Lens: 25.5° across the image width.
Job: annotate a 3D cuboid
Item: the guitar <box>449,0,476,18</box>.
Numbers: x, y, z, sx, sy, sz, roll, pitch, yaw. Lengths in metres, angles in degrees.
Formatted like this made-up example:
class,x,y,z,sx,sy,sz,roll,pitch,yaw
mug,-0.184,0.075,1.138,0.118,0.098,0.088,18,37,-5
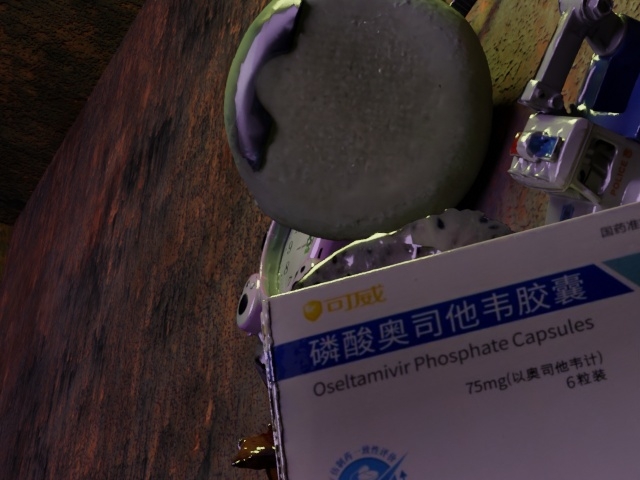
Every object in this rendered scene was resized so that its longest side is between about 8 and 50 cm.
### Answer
class,x,y,z,sx,sy,sz,roll,pitch,yaw
guitar,0.152,-0.257,1.577,0.271,0.084,0.038,-56,8,15

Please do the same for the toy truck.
class,x,y,z,sx,sy,sz,roll,pitch,yaw
toy truck,0.231,-0.071,1.047,0.161,0.177,0.213,18,87,68

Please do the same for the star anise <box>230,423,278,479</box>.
class,x,y,z,sx,sy,sz,roll,pitch,yaw
star anise,-0.002,0.225,1.535,0.158,0.144,0.140,-67,-25,-13

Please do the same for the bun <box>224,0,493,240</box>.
class,x,y,z,sx,sy,sz,roll,pitch,yaw
bun,0.048,-0.142,1.505,0.293,0.293,0.187,-65,-8,10

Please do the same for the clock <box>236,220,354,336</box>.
class,x,y,z,sx,sy,sz,roll,pitch,yaw
clock,0.000,0.000,1.679,0.227,0.090,0.248,-17,54,64

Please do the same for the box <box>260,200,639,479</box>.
class,x,y,z,sx,sy,sz,roll,pitch,yaw
box,0.138,0.095,0.934,0.343,0.065,0.200,-15,58,11

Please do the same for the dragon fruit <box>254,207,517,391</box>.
class,x,y,z,sx,sy,sz,roll,pitch,yaw
dragon fruit,0.120,0.129,1.091,0.283,0.221,0.204,33,68,34
